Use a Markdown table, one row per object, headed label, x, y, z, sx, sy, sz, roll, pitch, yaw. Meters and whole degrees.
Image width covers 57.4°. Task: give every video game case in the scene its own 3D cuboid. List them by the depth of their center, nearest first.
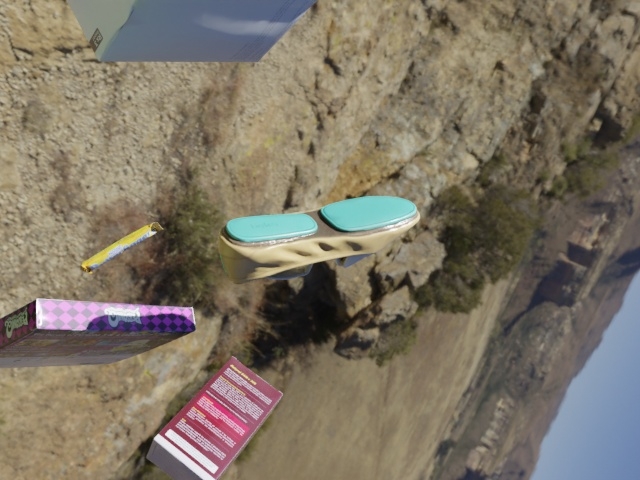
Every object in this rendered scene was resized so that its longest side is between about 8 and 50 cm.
| label | x | y | z | sx | sy | sz | roll | pitch | yaw |
| --- | --- | --- | --- | --- | --- | --- | --- | --- | --- |
| video game case | -0.325 | 0.131 | 0.789 | 0.232 | 0.210 | 0.042 | 12 | 61 | -52 |

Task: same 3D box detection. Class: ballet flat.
| label | x | y | z | sx | sy | sz | roll | pitch | yaw |
| --- | --- | --- | --- | --- | --- | --- | --- | --- | --- |
| ballet flat | 0.000 | 0.000 | 0.651 | 0.232 | 0.080 | 0.073 | -8 | 124 | -19 |

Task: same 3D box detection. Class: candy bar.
| label | x | y | z | sx | sy | sz | roll | pitch | yaw |
| --- | --- | --- | --- | --- | --- | --- | --- | --- | --- |
| candy bar | -0.364 | 0.012 | 1.069 | 0.161 | 0.018 | 0.040 | -32 | 166 | -6 |

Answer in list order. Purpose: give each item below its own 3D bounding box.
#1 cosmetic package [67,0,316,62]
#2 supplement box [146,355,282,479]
| label | x | y | z | sx | sy | sz | roll | pitch | yaw |
| --- | --- | --- | --- | --- | --- | --- | --- | --- | --- |
| cosmetic package | -0.209 | -0.430 | 1.009 | 0.217 | 0.156 | 0.384 | -32 | 172 | 37 |
| supplement box | -0.189 | 0.340 | 1.082 | 0.239 | 0.130 | 0.073 | -43 | 165 | -50 |
